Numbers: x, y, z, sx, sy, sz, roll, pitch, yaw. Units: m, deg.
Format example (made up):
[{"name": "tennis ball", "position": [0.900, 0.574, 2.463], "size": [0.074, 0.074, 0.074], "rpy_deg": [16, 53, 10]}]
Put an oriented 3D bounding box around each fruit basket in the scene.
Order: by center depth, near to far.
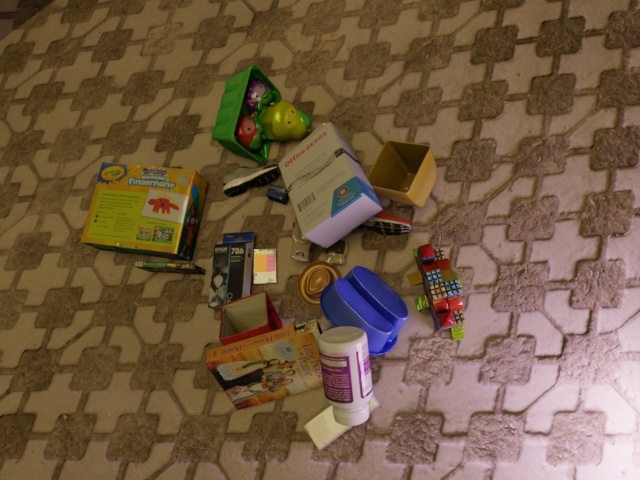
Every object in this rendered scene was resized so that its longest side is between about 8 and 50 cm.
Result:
[{"name": "fruit basket", "position": [-0.239, -0.532, 2.024], "size": [0.391, 0.283, 0.393], "rpy_deg": [-9, 69, 25]}]

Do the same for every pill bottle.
[{"name": "pill bottle", "position": [0.089, 0.460, 1.596], "size": [0.169, 0.169, 0.302], "rpy_deg": [-5, 100, 8]}]

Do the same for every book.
[{"name": "book", "position": [-0.229, 0.108, 1.954], "size": [0.096, 0.035, 0.144], "rpy_deg": [-3, 75, 6]}]

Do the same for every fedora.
[{"name": "fedora", "position": [-0.008, 0.169, 1.875], "size": [0.194, 0.079, 0.195], "rpy_deg": [-2, 75, 9]}]

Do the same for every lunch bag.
[{"name": "lunch bag", "position": [-0.182, -0.204, 2.011], "size": [0.098, 0.067, 0.065], "rpy_deg": [19, 79, 15]}]

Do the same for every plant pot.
[{"name": "plant pot", "position": [0.339, -0.246, 1.851], "size": [0.212, 0.187, 0.212], "rpy_deg": [19, 77, 43]}]

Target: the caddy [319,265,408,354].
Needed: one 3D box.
[{"name": "caddy", "position": [0.155, 0.264, 1.749], "size": [0.341, 0.179, 0.241], "rpy_deg": [44, 45, 18]}]

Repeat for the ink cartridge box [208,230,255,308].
[{"name": "ink cartridge box", "position": [-0.367, 0.117, 1.941], "size": [0.165, 0.065, 0.333], "rpy_deg": [-5, 73, 23]}]

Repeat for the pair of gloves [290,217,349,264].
[{"name": "pair of gloves", "position": [0.000, 0.000, 1.914], "size": [0.239, 0.042, 0.204], "rpy_deg": [5, 67, -6]}]

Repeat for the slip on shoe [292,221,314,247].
[{"name": "slip on shoe", "position": [-0.072, -0.024, 1.958], "size": [0.041, 0.051, 0.135], "rpy_deg": [-17, 63, -30]}]

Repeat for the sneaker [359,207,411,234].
[{"name": "sneaker", "position": [0.235, -0.105, 1.901], "size": [0.278, 0.107, 0.119], "rpy_deg": [15, 65, 9]}]

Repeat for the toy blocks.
[{"name": "toy blocks", "position": [0.437, 0.170, 1.706], "size": [0.190, 0.261, 0.382], "rpy_deg": [-15, 73, 5]}]

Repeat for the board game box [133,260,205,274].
[{"name": "board game box", "position": [-0.629, 0.115, 1.964], "size": [0.259, 0.136, 0.031], "rpy_deg": [2, 74, 11]}]

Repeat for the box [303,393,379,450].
[{"name": "box", "position": [0.079, 0.638, 1.727], "size": [0.275, 0.094, 0.113], "rpy_deg": [-35, 73, -2]}]

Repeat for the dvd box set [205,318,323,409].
[{"name": "dvd box set", "position": [-0.165, 0.463, 1.722], "size": [0.419, 0.308, 0.062], "rpy_deg": [-16, 36, 4]}]

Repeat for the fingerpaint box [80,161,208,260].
[{"name": "fingerpaint box", "position": [-0.751, -0.126, 2.035], "size": [0.444, 0.163, 0.372], "rpy_deg": [6, 77, 10]}]

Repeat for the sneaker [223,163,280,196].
[{"name": "sneaker", "position": [-0.303, -0.285, 2.039], "size": [0.271, 0.100, 0.108], "rpy_deg": [-17, 68, 5]}]

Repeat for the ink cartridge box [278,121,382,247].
[{"name": "ink cartridge box", "position": [0.028, -0.218, 1.837], "size": [0.285, 0.166, 0.395], "rpy_deg": [-35, 55, 22]}]

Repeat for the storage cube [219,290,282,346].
[{"name": "storage cube", "position": [-0.254, 0.341, 1.776], "size": [0.214, 0.193, 0.184], "rpy_deg": [-18, 36, 3]}]
